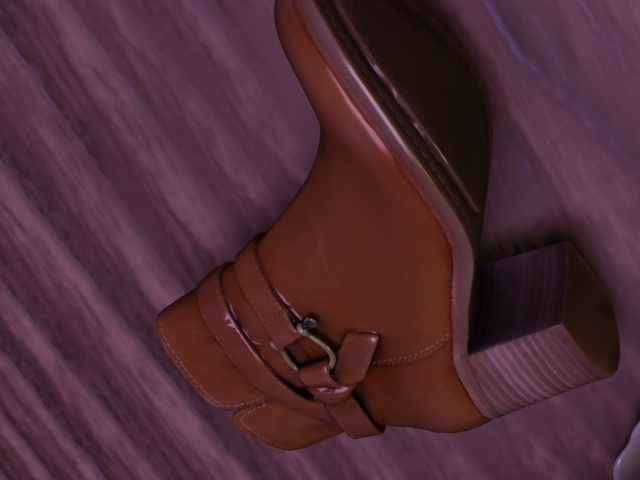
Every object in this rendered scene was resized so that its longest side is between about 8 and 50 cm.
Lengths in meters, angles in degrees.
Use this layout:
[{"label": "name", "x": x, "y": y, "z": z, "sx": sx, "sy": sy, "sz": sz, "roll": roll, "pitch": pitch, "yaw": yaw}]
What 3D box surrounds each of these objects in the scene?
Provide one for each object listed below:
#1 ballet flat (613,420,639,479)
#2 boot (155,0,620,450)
[{"label": "ballet flat", "x": 0.182, "y": 0.176, "z": 0.713, "sx": 0.116, "sy": 0.124, "sz": 0.342, "roll": 13, "pitch": 117, "yaw": -25}, {"label": "boot", "x": 0.000, "y": 0.000, "z": 0.692, "sx": 0.220, "sy": 0.109, "sz": 0.283, "roll": -19, "pitch": 128, "yaw": 31}]
